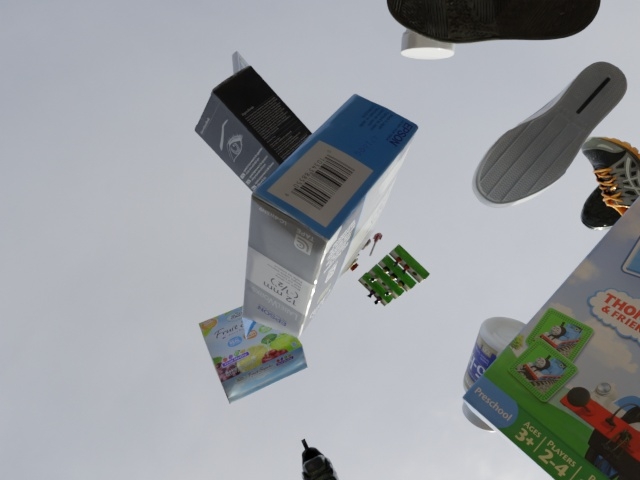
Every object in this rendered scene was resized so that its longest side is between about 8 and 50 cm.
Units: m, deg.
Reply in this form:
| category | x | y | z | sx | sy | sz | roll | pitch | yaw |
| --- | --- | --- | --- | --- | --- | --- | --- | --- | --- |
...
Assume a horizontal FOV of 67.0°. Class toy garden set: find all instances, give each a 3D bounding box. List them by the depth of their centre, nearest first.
| category | x | y | z | sx | sy | sz | roll | pitch | yaw |
| --- | --- | --- | --- | --- | --- | --- | --- | --- | --- |
| toy garden set | 0.145 | 0.075 | 1.287 | 0.204 | 0.244 | 0.049 | 44 | -121 | 4 |

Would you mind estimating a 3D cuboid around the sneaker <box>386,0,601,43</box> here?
| category | x | y | z | sx | sy | sz | roll | pitch | yaw |
| --- | --- | --- | --- | --- | --- | --- | --- | --- | --- |
| sneaker | 0.257 | -0.394 | 0.748 | 0.295 | 0.124 | 0.179 | 8 | -137 | 8 |

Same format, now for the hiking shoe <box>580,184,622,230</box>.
| category | x | y | z | sx | sy | sz | roll | pitch | yaw |
| --- | --- | --- | --- | --- | --- | --- | --- | --- | --- |
| hiking shoe | 0.743 | -0.106 | 1.159 | 0.304 | 0.132 | 0.113 | -34 | -118 | -9 |

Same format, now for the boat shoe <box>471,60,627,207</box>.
| category | x | y | z | sx | sy | sz | roll | pitch | yaw |
| --- | --- | --- | --- | --- | --- | --- | --- | --- | --- |
| boat shoe | 0.361 | -0.155 | 0.771 | 0.302 | 0.094 | 0.109 | -41 | -102 | -5 |

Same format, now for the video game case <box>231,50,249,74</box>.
| category | x | y | z | sx | sy | sz | roll | pitch | yaw |
| --- | --- | --- | --- | --- | --- | --- | --- | --- | --- |
| video game case | -0.148 | -0.357 | 1.175 | 0.022 | 0.191 | 0.173 | -34 | -51 | 17 |

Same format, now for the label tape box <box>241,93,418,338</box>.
| category | x | y | z | sx | sy | sz | roll | pitch | yaw |
| --- | --- | --- | --- | --- | --- | --- | --- | --- | --- |
| label tape box | 0.000 | 0.000 | 0.716 | 0.115 | 0.348 | 0.249 | 29 | -127 | 13 |

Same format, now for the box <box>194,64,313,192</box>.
| category | x | y | z | sx | sy | sz | roll | pitch | yaw |
| --- | --- | --- | --- | --- | --- | --- | --- | --- | --- |
| box | -0.126 | -0.204 | 0.950 | 0.207 | 0.153 | 0.108 | 48 | -122 | -7 |

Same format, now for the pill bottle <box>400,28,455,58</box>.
| category | x | y | z | sx | sy | sz | roll | pitch | yaw |
| --- | --- | --- | --- | --- | --- | --- | --- | --- | --- |
| pill bottle | 0.210 | -0.474 | 0.894 | 0.136 | 0.136 | 0.246 | 0 | -79 | -17 |

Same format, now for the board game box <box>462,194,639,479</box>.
| category | x | y | z | sx | sy | sz | roll | pitch | yaw |
| --- | --- | --- | --- | --- | --- | --- | --- | --- | --- |
| board game box | 0.223 | 0.080 | 0.308 | 0.211 | 0.160 | 0.039 | -46 | -43 | -6 |

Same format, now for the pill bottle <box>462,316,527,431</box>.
| category | x | y | z | sx | sy | sz | roll | pitch | yaw |
| --- | --- | --- | --- | --- | --- | --- | --- | --- | --- |
| pill bottle | 0.318 | 0.242 | 0.862 | 0.111 | 0.112 | 0.187 | 0 | -65 | -17 |

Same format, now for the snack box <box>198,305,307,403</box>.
| category | x | y | z | sx | sy | sz | roll | pitch | yaw |
| --- | --- | --- | --- | --- | --- | --- | --- | --- | --- |
| snack box | -0.148 | 0.221 | 1.028 | 0.174 | 0.207 | 0.070 | -22 | -59 | -17 |

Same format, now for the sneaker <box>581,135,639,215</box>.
| category | x | y | z | sx | sy | sz | roll | pitch | yaw |
| --- | --- | --- | --- | --- | --- | --- | --- | --- | --- |
| sneaker | 0.552 | -0.105 | 0.887 | 0.215 | 0.084 | 0.083 | 43 | -93 | -7 |

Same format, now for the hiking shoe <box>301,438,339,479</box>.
| category | x | y | z | sx | sy | sz | roll | pitch | yaw |
| --- | --- | --- | --- | --- | --- | --- | --- | --- | --- |
| hiking shoe | 0.003 | 0.485 | 0.938 | 0.086 | 0.227 | 0.114 | -32 | -73 | -12 |
